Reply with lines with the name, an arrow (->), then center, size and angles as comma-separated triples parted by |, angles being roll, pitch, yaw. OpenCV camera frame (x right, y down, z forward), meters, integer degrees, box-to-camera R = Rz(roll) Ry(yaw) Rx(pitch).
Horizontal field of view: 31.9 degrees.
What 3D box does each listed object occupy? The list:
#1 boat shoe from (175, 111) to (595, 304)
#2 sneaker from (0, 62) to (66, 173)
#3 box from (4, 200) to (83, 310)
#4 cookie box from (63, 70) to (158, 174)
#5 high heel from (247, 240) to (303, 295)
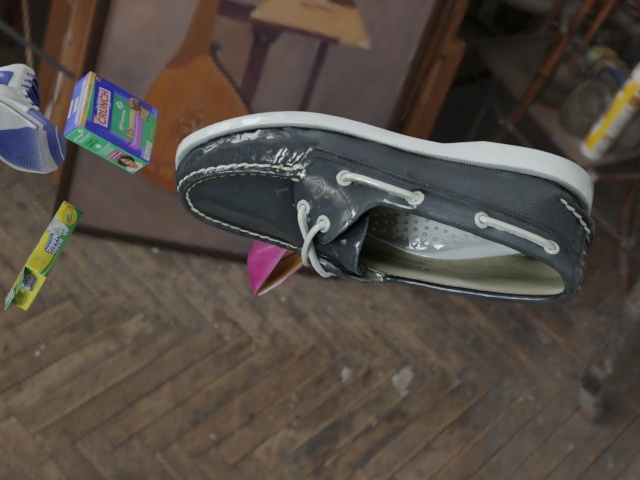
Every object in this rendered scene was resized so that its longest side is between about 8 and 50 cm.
boat shoe -> 0.035, -0.018, 0.776 | 0.302, 0.114, 0.091 | 3, 54, 14
sneaker -> -0.557, -0.247, 2.035 | 0.315, 0.128, 0.182 | 24, 40, 28
box -> -0.443, 0.031, 1.782 | 0.043, 0.105, 0.179 | 32, 44, -10
cookie box -> -0.265, -0.149, 1.424 | 0.107, 0.040, 0.092 | 28, 49, -32
high heel -> 0.000, 0.000, 1.441 | 0.082, 0.244, 0.117 | 28, 59, -48
